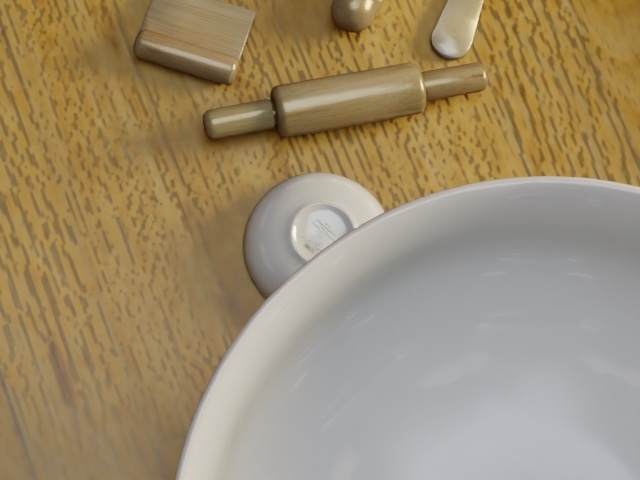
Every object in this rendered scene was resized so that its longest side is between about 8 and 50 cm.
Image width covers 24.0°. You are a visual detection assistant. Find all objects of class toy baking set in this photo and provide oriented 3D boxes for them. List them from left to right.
[{"bbox_3d":[0.017,-0.157,0.860,0.256,0.030,0.197,-7,75,-8],"label":"toy baking set"}]

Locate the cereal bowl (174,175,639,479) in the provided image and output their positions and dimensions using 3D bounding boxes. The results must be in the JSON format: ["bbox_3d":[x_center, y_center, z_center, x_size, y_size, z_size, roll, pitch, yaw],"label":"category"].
[{"bbox_3d":[0.104,0.148,0.711,0.339,0.141,0.339,-2,69,4],"label":"cereal bowl"}]

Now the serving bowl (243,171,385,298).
[{"bbox_3d":[0.000,0.000,0.816,0.083,0.027,0.083,1,75,-5],"label":"serving bowl"}]
